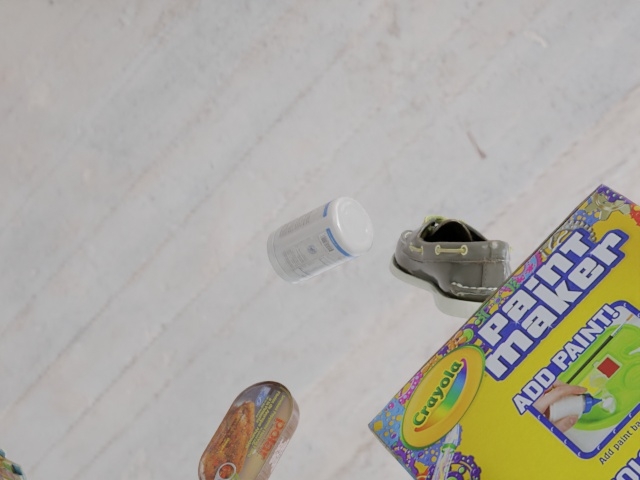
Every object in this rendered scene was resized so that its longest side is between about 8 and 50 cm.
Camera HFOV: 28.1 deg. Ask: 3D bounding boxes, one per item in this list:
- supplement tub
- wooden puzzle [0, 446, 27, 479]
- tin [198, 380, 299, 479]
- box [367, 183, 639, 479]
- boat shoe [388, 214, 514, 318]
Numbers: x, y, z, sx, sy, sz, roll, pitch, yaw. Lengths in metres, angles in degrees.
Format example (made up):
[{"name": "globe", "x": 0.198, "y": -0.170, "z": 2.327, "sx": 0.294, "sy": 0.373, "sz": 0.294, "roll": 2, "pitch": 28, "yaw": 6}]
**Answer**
[{"name": "supplement tub", "x": 0.000, "y": 0.000, "z": 1.441, "sx": 0.107, "sy": 0.071, "sz": 0.071, "roll": -25, "pitch": 136, "yaw": 36}, {"name": "wooden puzzle", "x": -0.282, "y": 0.214, "z": 1.155, "sx": 0.006, "sy": 0.049, "sz": 0.083, "roll": -46, "pitch": 139, "yaw": -37}, {"name": "tin", "x": -0.101, "y": 0.291, "z": 1.845, "sx": 0.189, "sy": 0.106, "sz": 0.040, "roll": -59, "pitch": 137, "yaw": -23}, {"name": "box", "x": 0.220, "y": 0.168, "z": 0.621, "sx": 0.177, "sy": 0.279, "sz": 0.290, "roll": -46, "pitch": 130, "yaw": 0}, {"name": "boat shoe", "x": 0.156, "y": 0.019, "z": 1.513, "sx": 0.109, "sy": 0.305, "sz": 0.091, "roll": 2, "pitch": 100, "yaw": -12}]
